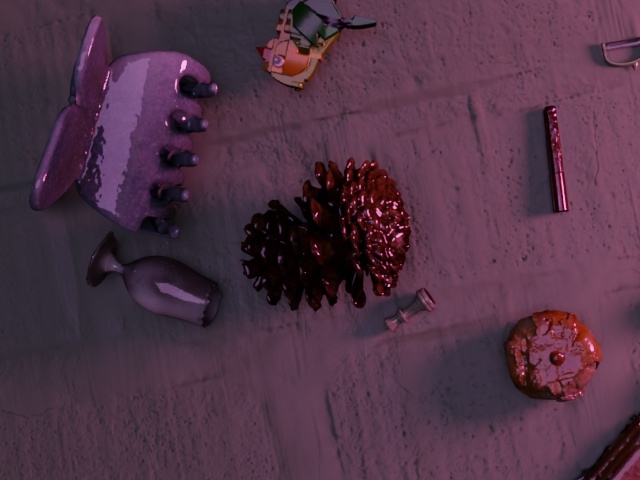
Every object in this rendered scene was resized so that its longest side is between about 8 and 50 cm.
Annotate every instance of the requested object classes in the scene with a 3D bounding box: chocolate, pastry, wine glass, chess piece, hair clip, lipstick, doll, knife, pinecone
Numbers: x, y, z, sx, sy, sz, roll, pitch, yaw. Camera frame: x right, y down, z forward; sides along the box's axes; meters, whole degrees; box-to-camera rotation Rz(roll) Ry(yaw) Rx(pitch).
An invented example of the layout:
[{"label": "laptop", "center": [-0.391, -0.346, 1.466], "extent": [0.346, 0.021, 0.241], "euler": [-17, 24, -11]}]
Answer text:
[{"label": "chocolate", "center": [0.435, 0.419, 1.602], "extent": [0.102, 0.065, 0.329], "euler": [41, 92, 10]}, {"label": "pastry", "center": [0.366, 0.183, 1.621], "extent": [0.153, 0.081, 0.153], "euler": [-3, 80, 18]}, {"label": "wine glass", "center": [-0.278, 0.071, 1.729], "extent": [0.222, 0.103, 0.103], "euler": [22, 90, 10]}, {"label": "chess piece", "center": [0.143, 0.119, 1.684], "extent": [0.093, 0.042, 0.042], "euler": [-36, 81, 10]}, {"label": "hair clip", "center": [-0.318, -0.172, 1.669], "extent": [0.238, 0.392, 0.318], "euler": [16, 87, -15]}, {"label": "lipstick", "center": [0.383, -0.134, 1.666], "extent": [0.027, 0.027, 0.176], "euler": [-6, 84, 9]}, {"label": "doll", "center": [-0.017, -0.338, 1.706], "extent": [0.134, 0.106, 0.186], "euler": [42, 94, -1]}, {"label": "knife", "center": [0.566, -0.312, 1.651], "extent": [0.212, 0.015, 0.054], "euler": [-9, 86, 9]}, {"label": "pinecone", "center": [0.000, -0.002, 1.622], "extent": [0.292, 0.246, 0.246], "euler": [-17, 84, 21]}]
